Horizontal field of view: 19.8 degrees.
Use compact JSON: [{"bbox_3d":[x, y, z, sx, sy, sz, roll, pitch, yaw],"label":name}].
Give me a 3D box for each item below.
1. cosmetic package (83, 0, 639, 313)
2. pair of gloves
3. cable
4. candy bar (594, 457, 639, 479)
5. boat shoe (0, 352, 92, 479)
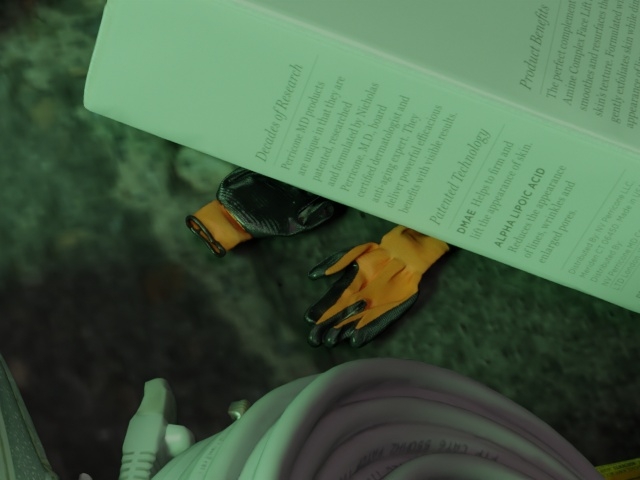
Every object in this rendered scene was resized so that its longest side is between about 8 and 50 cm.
[{"bbox_3d":[0.041,-0.072,0.681,0.231,0.085,0.117,20,49,-2],"label":"cosmetic package"},{"bbox_3d":[0.000,0.000,0.674,0.083,0.010,0.074,42,53,12],"label":"pair of gloves"},{"bbox_3d":[0.047,0.154,0.491,0.257,0.089,0.257,39,28,-15],"label":"cable"},{"bbox_3d":[0.141,0.090,0.656,0.161,0.018,0.040,-9,63,-21],"label":"candy bar"},{"bbox_3d":[-0.100,0.152,0.510,0.118,0.103,0.320,-29,61,14],"label":"boat shoe"}]
